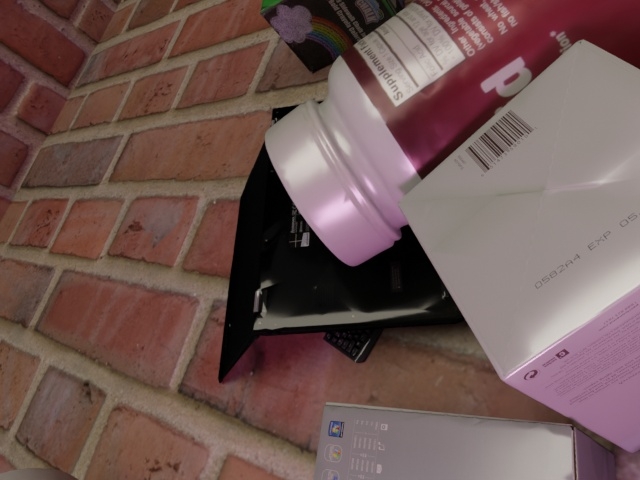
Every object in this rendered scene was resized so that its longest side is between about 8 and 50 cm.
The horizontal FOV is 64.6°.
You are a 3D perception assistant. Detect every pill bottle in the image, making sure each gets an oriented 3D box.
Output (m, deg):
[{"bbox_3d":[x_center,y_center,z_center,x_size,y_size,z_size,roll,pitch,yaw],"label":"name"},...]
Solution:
[{"bbox_3d":[0.150,-0.150,0.542,0.392,0.224,0.224,-33,48,14],"label":"pill bottle"}]

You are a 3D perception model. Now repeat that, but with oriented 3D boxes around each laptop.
[{"bbox_3d":[0.000,0.000,0.805,0.408,0.236,0.382,-6,60,13],"label":"laptop"}]

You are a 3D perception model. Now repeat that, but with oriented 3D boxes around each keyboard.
[{"bbox_3d":[0.066,0.077,0.743,0.108,0.023,0.180,27,83,45],"label":"keyboard"}]

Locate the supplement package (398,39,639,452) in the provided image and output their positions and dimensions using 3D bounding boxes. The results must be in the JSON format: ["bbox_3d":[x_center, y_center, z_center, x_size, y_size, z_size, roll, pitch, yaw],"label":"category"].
[{"bbox_3d":[0.246,0.020,0.433,0.199,0.263,0.198,-43,39,19],"label":"supplement package"}]

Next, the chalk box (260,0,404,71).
[{"bbox_3d":[0.054,-0.501,0.988,0.289,0.180,0.179,-15,57,31],"label":"chalk box"}]

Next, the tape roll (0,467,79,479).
[{"bbox_3d":[-0.473,0.491,0.753,0.100,0.286,0.286,29,85,45],"label":"tape roll"}]

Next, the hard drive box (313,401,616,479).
[{"bbox_3d":[0.139,0.223,0.484,0.232,0.181,0.089,-9,60,36],"label":"hard drive box"}]
